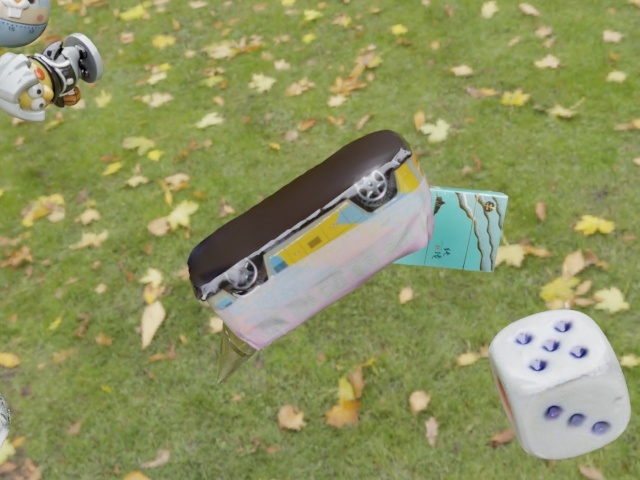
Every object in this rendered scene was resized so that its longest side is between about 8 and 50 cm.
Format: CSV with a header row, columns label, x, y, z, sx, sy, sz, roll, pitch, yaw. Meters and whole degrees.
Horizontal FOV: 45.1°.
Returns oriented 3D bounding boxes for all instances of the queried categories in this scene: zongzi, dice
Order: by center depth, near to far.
label,x,y,z,sx,sy,sz,roll,pitch,yaw
dice,0.409,0.248,1.337,0.192,0.193,0.194,-18,30,2
zongzi,-0.224,0.230,1.993,0.125,0.251,0.274,33,77,29

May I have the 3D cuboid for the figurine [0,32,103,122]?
label,x,y,z,sx,sy,sz,roll,pitch,yaw
figurine,-0.614,-0.355,1.721,0.133,0.176,0.236,29,47,23

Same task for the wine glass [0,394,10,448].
label,x,y,z,sx,sy,sz,roll,pitch,yaw
wine glass,-0.419,0.136,0.818,0.165,0.165,0.196,-18,50,-7

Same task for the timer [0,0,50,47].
label,x,y,z,sx,sy,sz,roll,pitch,yaw
timer,-0.584,-0.482,1.472,0.255,0.175,0.175,-45,2,42

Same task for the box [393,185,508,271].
label,x,y,z,sx,sy,sz,roll,pitch,yaw
box,0.246,-0.026,1.534,0.229,0.162,0.041,6,17,-8

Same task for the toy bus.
label,x,y,z,sx,sy,sz,roll,pitch,yaw
toy bus,0.000,0.000,1.182,0.386,0.162,0.171,-34,26,2
